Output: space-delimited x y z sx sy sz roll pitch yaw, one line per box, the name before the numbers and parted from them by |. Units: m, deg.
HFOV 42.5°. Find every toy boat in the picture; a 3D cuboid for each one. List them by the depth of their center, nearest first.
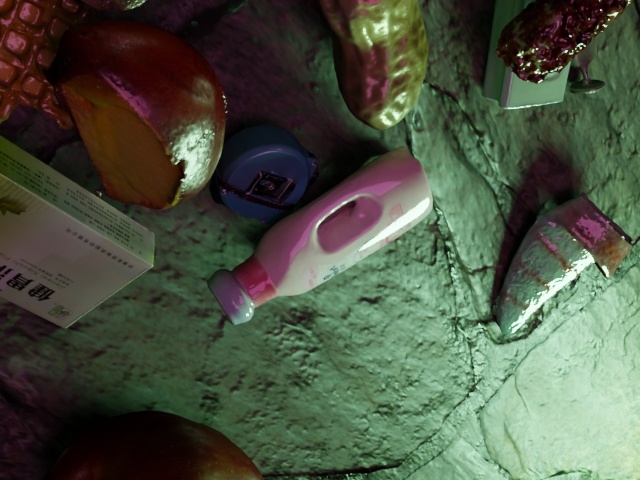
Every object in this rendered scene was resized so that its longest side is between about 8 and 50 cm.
toy boat | 0.402 0.054 1.461 0.206 0.096 0.282 33 112 -31

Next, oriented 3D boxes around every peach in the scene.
peach | -0.189 -0.157 0.929 0.267 0.158 0.154 78 31 -53

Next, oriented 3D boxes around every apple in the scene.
apple | -0.238 0.389 1.190 0.316 0.288 0.288 24 105 -49

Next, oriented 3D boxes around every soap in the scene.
soap | 0.311 -0.300 1.201 0.119 0.066 0.198 -12 122 -24

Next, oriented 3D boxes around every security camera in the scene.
security camera | 0.409 -0.280 1.282 0.058 0.058 0.092 -21 113 -15

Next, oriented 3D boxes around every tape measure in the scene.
tape measure | -0.076 -0.091 1.109 0.146 0.081 0.125 17 125 -35

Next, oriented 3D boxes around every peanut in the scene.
peanut | 0.062 -0.284 1.035 0.149 0.149 0.313 -25 131 -12

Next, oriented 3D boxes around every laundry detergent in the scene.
laundry detergent | 0.000 0.000 1.151 0.335 0.088 0.159 -32 144 -10

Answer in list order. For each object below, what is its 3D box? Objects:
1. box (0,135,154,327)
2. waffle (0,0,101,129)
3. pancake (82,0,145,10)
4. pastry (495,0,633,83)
box | -0.354 -0.006 0.987 0.175 0.062 0.260 -33 133 24
waffle | -0.367 -0.206 0.908 0.253 0.056 0.249 -34 128 -9
pancake | -0.235 -0.327 0.899 0.151 0.025 0.152 -16 115 -37
pastry | 0.336 -0.304 1.105 0.208 0.115 0.097 -42 115 3
